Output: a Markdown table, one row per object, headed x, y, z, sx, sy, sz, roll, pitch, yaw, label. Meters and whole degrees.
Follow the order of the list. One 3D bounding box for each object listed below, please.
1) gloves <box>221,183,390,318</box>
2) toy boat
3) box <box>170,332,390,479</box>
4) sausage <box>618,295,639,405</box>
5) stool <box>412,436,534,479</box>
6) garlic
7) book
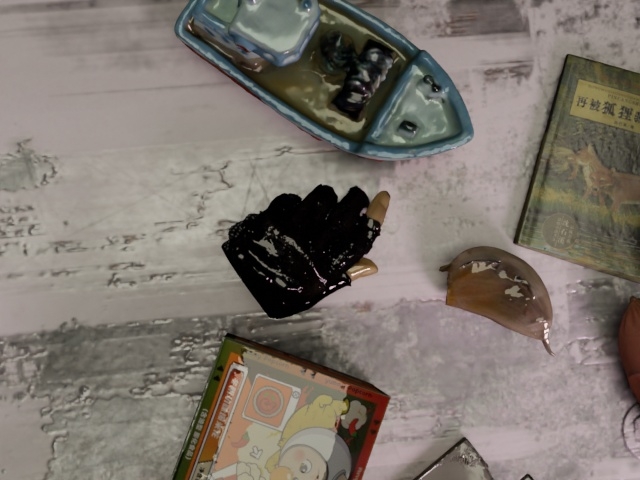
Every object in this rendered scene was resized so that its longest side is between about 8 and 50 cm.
| x | y | z | sx | sy | sz | roll | pitch | yaw | label |
| --- | --- | --- | --- | --- | --- | --- | --- | --- | --- |
| -0.001 | -0.002 | 0.989 | 0.181 | 0.106 | 0.129 | -35 | 87 | -2 | gloves |
| 0.012 | -0.186 | 0.989 | 0.332 | 0.133 | 0.145 | 31 | 84 | -2 | toy boat |
| -0.048 | 0.214 | 0.951 | 0.178 | 0.148 | 0.194 | 21 | 85 | -4 | box |
| 0.437 | 0.256 | 1.014 | 0.088 | 0.088 | 0.433 | -30 | 87 | -5 | sausage |
| 0.118 | 0.353 | 0.905 | 0.270 | 0.243 | 0.170 | -39 | 90 | -5 | stool |
| 0.203 | 0.054 | 1.026 | 0.152 | 0.066 | 0.084 | 23 | 112 | 2 | garlic |
| 0.324 | -0.082 | 1.058 | 0.160 | 0.024 | 0.228 | 17 | 86 | 0 | book |
